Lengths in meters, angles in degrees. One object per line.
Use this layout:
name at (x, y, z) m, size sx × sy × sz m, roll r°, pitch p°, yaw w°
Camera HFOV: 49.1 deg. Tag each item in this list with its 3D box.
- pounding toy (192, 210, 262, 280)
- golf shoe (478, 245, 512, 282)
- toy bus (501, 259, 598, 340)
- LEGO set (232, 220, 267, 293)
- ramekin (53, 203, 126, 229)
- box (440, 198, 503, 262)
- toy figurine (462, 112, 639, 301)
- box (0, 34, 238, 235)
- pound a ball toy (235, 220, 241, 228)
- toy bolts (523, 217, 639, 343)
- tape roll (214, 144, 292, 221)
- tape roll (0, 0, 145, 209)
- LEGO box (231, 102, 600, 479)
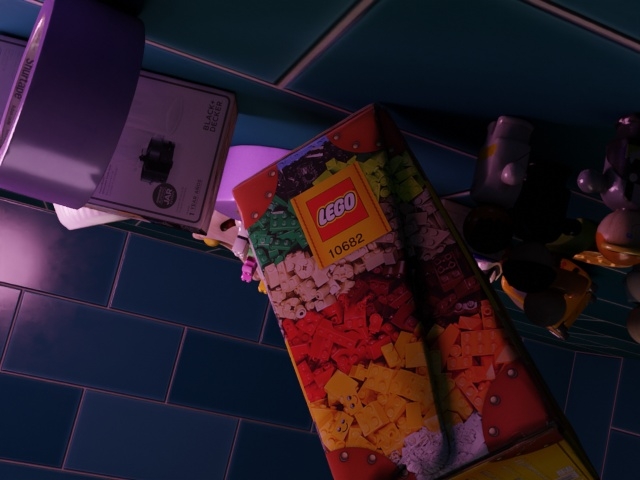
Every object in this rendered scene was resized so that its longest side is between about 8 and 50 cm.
pounding toy at (-0.164, 0.009, 1.623) m, size 0.270 × 0.154 × 0.155 m, roll 17°, pitch 171°, yaw -22°
golf shoe at (0.304, 0.036, 1.268) m, size 0.068 × 0.085 × 0.186 m, roll 8°, pitch 172°, yaw 24°
toy bus at (0.429, 0.100, 1.305) m, size 0.130 × 0.108 × 0.333 m, roll 37°, pitch -177°, yaw 23°
LEGO set at (-0.108, 0.047, 1.281) m, size 0.087 × 0.093 × 0.227 m, roll 18°, pitch 168°, yaw 5°
ramekin at (-0.327, -0.085, 1.113) m, size 0.207 × 0.108 × 0.207 m, roll -10°, pitch -176°, yaw 1°
box at (0.211, -0.011, 1.138) m, size 0.126 × 0.072 × 0.137 m, roll 17°, pitch 172°, yaw -19°
toy figurine at (0.257, -0.023, 0.696) m, size 0.213 × 0.148 × 0.210 m, roll 8°, pitch 171°, yaw 36°
box at (-0.258, -0.121, 0.829) m, size 0.290 × 0.169 × 0.087 m, roll 13°, pitch 175°, yaw -3°
pound a ball toy at (0.000, 0.000, 1.350) m, size 0.319 × 0.135 × 0.208 m, roll 6°, pitch 169°, yaw 40°
toy bolts at (0.422, 0.068, 1.020) m, size 0.229 × 0.158 × 0.218 m, roll 6°, pitch 169°, yaw 43°
tape roll at (-0.034, -0.064, 1.124) m, size 0.275 × 0.090 × 0.275 m, roll 13°, pitch 173°, yaw 2°
tape roll at (-0.233, -0.128, 0.639) m, size 0.080 × 0.188 × 0.189 m, roll 17°, pitch 171°, yaw -29°
LEGO box at (0.141, 0.137, 0.848) m, size 0.193 × 0.372 × 0.500 m, roll -30°, pitch 147°, yaw 11°
